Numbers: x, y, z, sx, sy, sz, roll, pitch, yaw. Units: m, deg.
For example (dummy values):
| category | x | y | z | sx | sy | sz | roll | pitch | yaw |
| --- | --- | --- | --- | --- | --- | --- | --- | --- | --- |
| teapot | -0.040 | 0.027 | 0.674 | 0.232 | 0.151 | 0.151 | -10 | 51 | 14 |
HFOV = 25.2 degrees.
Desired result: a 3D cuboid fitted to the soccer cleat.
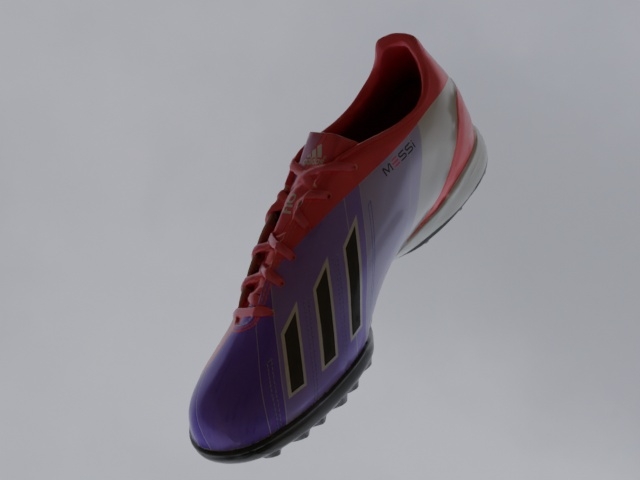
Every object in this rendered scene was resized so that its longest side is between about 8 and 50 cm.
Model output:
| category | x | y | z | sx | sy | sz | roll | pitch | yaw |
| --- | --- | --- | --- | --- | --- | --- | --- | --- | --- |
| soccer cleat | 0.000 | 0.000 | 0.920 | 0.109 | 0.116 | 0.318 | 7 | -132 | 40 |
